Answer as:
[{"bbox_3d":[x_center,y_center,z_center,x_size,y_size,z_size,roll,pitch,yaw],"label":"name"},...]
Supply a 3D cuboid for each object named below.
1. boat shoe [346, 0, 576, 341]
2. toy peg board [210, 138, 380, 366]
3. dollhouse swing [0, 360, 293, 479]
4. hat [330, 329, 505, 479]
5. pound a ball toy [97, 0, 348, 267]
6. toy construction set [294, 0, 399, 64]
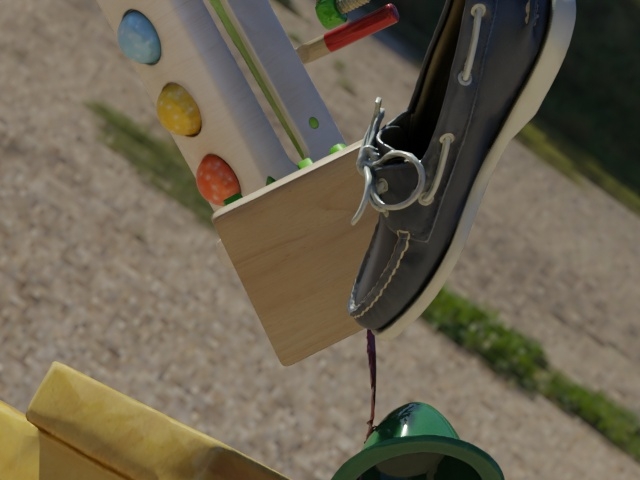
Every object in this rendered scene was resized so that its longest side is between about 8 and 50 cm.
[{"bbox_3d":[0.066,-0.053,1.059,0.079,0.254,0.095,18,30,-18],"label":"boat shoe"},{"bbox_3d":[0.000,0.000,1.567,0.161,0.161,0.079,65,-3,-24],"label":"toy peg board"},{"bbox_3d":[-0.123,0.253,0.801,0.315,0.347,0.305,32,-10,-26],"label":"dollhouse swing"},{"bbox_3d":[0.081,0.180,1.678,0.173,0.208,0.183,12,37,-17],"label":"hat"},{"bbox_3d":[-0.113,-0.118,1.741,0.208,0.135,0.319,-19,-79,55],"label":"pound a ball toy"},{"bbox_3d":[-0.079,-0.342,2.003,0.309,0.237,0.257,65,22,-3],"label":"toy construction set"}]
